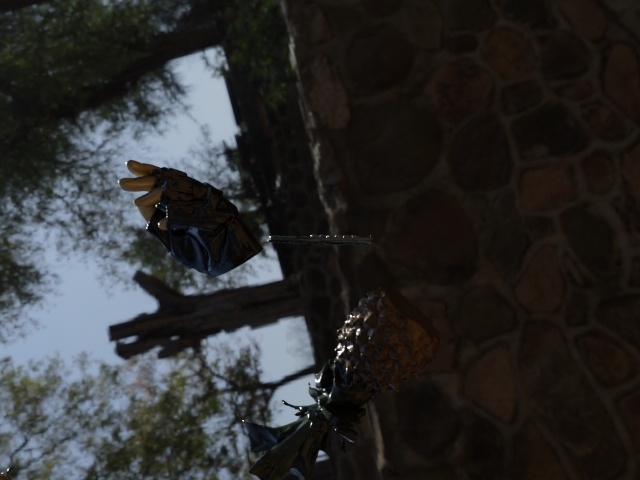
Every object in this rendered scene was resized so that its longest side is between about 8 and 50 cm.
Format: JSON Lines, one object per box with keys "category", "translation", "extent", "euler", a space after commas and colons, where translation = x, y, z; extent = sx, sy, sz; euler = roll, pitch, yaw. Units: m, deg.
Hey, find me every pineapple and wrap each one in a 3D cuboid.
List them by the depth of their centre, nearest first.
{"category": "pineapple", "translation": [0.018, 0.181, 0.948], "extent": [0.130, 0.277, 0.119], "euler": [42, -167, 16]}

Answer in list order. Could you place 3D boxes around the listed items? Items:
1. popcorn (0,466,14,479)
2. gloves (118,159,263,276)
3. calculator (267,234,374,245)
{"category": "popcorn", "translation": [-0.517, 0.425, 1.213], "extent": [0.152, 0.148, 0.167], "euler": [-49, -13, -31]}
{"category": "gloves", "translation": [-0.194, -0.041, 1.117], "extent": [0.203, 0.164, 0.124], "euler": [55, -130, -13]}
{"category": "calculator", "translation": [0.000, 0.000, 1.278], "extent": [0.057, 0.172, 0.018], "euler": [140, 131, -85]}
